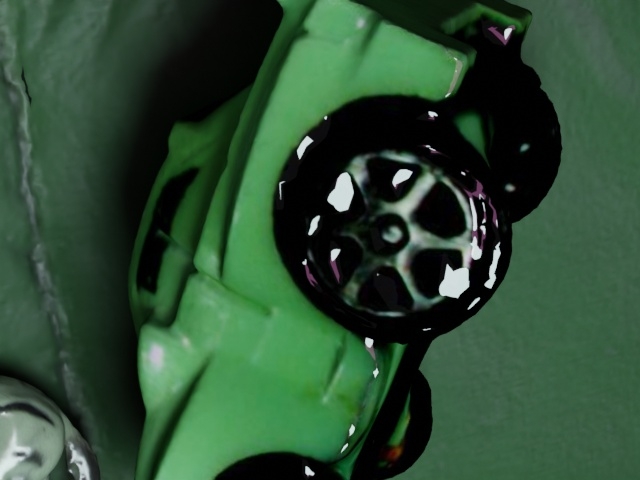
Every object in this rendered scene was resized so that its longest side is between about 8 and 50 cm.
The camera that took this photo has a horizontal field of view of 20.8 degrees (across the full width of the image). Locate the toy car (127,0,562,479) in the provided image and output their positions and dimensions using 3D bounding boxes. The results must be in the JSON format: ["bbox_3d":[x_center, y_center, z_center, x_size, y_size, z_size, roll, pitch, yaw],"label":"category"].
[{"bbox_3d":[0.000,0.000,0.821,0.176,0.213,0.359,25,110,8],"label":"toy car"}]

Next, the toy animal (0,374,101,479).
[{"bbox_3d":[-0.195,0.083,0.852,0.217,0.073,0.176,24,87,-30],"label":"toy animal"}]
